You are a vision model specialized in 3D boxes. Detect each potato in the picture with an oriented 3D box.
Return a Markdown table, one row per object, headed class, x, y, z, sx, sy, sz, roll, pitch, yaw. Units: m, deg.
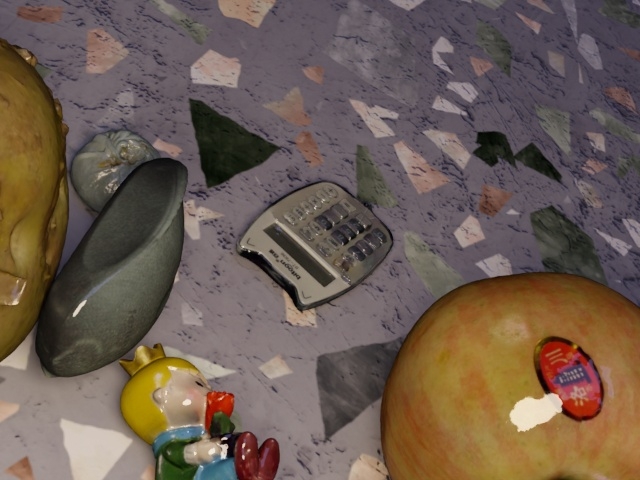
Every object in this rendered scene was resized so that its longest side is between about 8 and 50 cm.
| class | x | y | z | sx | sy | sz | roll | pitch | yaw |
| --- | --- | --- | --- | --- | --- | --- | --- | --- | --- |
| potato | -0.430 | -0.030 | 1.467 | 0.319 | 0.385 | 0.442 | 38 | 55 | -34 |

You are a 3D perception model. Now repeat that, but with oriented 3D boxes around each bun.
| class | x | y | z | sx | sy | sz | roll | pitch | yaw |
| --- | --- | --- | --- | --- | --- | --- | --- | --- | --- |
| bun | -0.279 | -0.099 | 1.790 | 0.140 | 0.083 | 0.141 | 13 | 52 | -17 |

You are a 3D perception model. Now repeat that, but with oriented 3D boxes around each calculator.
| class | x | y | z | sx | sy | sz | roll | pitch | yaw |
| --- | --- | --- | --- | --- | --- | --- | --- | --- | --- |
| calculator | 0.000 | 0.000 | 1.881 | 0.177 | 0.040 | 0.268 | 44 | 46 | 11 |

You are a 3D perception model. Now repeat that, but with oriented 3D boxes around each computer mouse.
| class | x | y | z | sx | sy | sz | roll | pitch | yaw |
| --- | --- | --- | --- | --- | --- | --- | --- | --- | --- |
| computer mouse | -0.237 | 0.037 | 1.606 | 0.114 | 0.203 | 0.374 | 21 | 40 | 3 |

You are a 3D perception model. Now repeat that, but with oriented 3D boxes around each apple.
| class | x | y | z | sx | sy | sz | roll | pitch | yaw |
| --- | --- | --- | --- | --- | --- | --- | --- | --- | --- |
| apple | 0.268 | 0.222 | 1.607 | 0.391 | 0.391 | 0.346 | 15 | 36 | -15 |

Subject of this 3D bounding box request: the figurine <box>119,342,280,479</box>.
| class | x | y | z | sx | sy | sz | roll | pitch | yaw |
| --- | --- | --- | --- | --- | --- | --- | --- | --- | --- |
| figurine | -0.152 | 0.214 | 1.534 | 0.127 | 0.185 | 0.234 | 17 | 47 | -40 |
